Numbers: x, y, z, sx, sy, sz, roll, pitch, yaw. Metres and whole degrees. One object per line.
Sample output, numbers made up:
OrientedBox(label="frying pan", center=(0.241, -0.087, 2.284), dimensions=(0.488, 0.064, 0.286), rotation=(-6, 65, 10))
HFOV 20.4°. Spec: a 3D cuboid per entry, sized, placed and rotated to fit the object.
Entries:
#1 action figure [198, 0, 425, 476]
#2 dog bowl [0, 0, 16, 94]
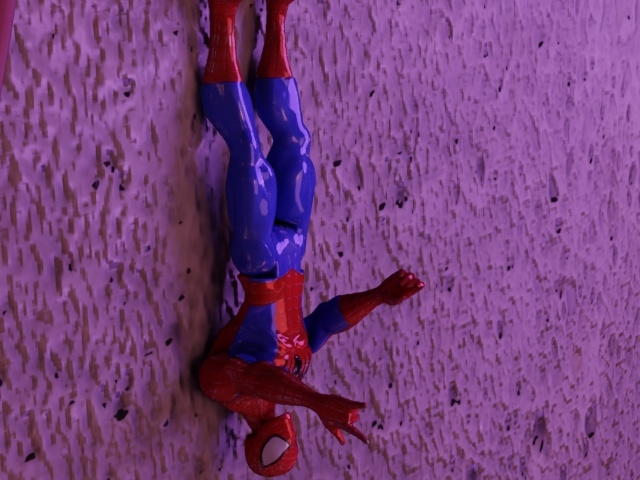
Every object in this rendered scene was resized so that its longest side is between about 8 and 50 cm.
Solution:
OrientedBox(label="action figure", center=(0.000, 0.000, 0.957), dimensions=(0.091, 0.139, 0.280), rotation=(-13, 109, -52))
OrientedBox(label="dog bowl", center=(-0.188, -0.002, 0.425), dimensions=(0.408, 0.150, 0.408), rotation=(-165, -90, -90))
